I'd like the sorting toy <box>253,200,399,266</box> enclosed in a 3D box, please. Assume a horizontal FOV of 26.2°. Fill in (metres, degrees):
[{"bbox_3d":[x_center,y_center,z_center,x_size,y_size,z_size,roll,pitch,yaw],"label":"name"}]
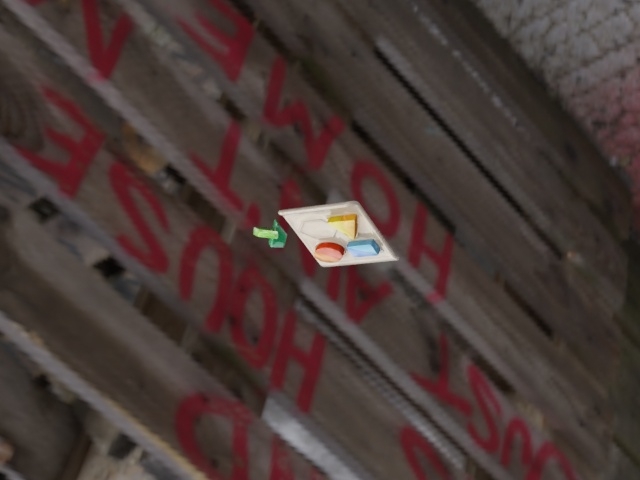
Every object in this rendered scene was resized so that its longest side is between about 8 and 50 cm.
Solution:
[{"bbox_3d":[0.000,0.000,0.850,0.083,0.012,0.062,-7,141,35],"label":"sorting toy"}]
